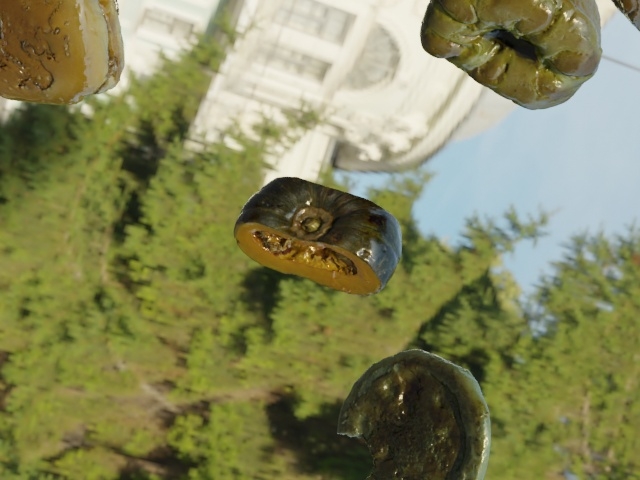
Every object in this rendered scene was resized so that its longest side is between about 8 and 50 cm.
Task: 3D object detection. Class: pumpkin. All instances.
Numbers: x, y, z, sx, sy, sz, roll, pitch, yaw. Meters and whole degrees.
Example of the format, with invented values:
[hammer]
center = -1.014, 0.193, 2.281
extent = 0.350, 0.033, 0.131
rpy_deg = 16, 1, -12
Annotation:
[pumpkin]
center = 0.000, 0.000, 2.254
extent = 0.222, 0.317, 0.139
rpy_deg = 77, 30, -60

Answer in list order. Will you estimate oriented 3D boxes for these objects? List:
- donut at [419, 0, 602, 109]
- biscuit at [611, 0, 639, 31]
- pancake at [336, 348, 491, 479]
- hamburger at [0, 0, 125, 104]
[donut]
center = 0.283, -0.308, 1.692
extent = 0.208, 0.261, 0.128
rpy_deg = -45, -160, 54
[biscuit]
center = 0.569, -0.526, 2.277
extent = 0.075, 0.296, 0.296
rpy_deg = -27, -143, 19
[pancake]
center = 0.129, 0.273, 1.634
extent = 0.253, 0.037, 0.254
rpy_deg = -6, -100, 35
[hamburger]
center = -0.502, -0.385, 2.100
extent = 0.174, 0.304, 0.284
rpy_deg = -53, 144, -54
